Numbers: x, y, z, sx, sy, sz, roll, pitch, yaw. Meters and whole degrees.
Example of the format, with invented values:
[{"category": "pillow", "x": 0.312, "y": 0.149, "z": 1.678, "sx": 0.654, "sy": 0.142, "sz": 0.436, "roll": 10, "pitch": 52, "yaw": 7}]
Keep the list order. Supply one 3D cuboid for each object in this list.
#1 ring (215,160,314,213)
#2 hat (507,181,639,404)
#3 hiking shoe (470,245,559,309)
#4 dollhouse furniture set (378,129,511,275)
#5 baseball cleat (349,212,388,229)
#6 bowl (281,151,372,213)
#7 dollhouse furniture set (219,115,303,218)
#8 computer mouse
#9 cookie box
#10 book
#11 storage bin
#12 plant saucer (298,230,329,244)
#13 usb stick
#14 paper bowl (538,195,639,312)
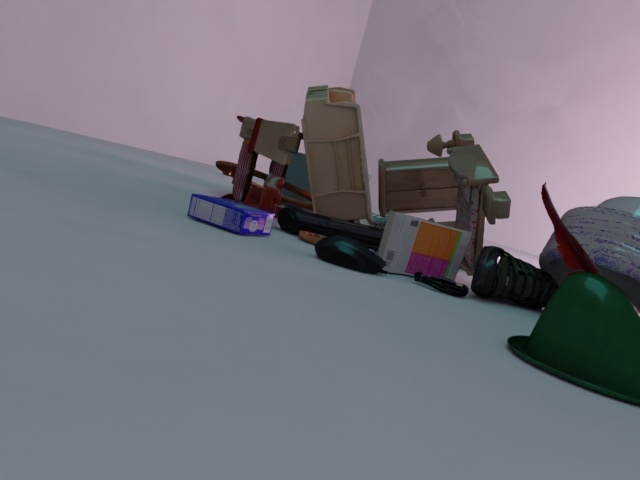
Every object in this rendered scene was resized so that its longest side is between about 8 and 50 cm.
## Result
[{"category": "ring", "x": -0.121, "y": -0.127, "z": 1.666, "sx": 0.336, "sy": 0.032, "sz": 0.336, "roll": 21, "pitch": -5, "yaw": 2}, {"category": "hat", "x": 0.293, "y": 0.046, "z": 0.649, "sx": 0.208, "sy": 0.184, "sz": 0.173, "roll": 18, "pitch": 7, "yaw": 26}, {"category": "hiking shoe", "x": 0.327, "y": 0.063, "z": 1.035, "sx": 0.114, "sy": 0.086, "sz": 0.226, "roll": 16, "pitch": 4, "yaw": 36}, {"category": "dollhouse furniture set", "x": 0.212, "y": -0.021, "z": 1.201, "sx": 0.173, "sy": 0.303, "sz": 0.356, "roll": -4, "pitch": 31, "yaw": 1}, {"category": "baseball cleat", "x": 0.140, "y": -0.030, "z": 1.589, "sx": 0.205, "sy": 0.072, "sz": 0.109, "roll": 12, "pitch": 19, "yaw": 12}, {"category": "bowl", "x": -0.011, "y": -0.167, "z": 1.918, "sx": 0.311, "sy": 0.163, "sz": 0.311, "roll": 14, "pitch": 6, "yaw": -2}, {"category": "dollhouse furniture set", "x": -0.134, "y": -0.151, "z": 1.313, "sx": 0.152, "sy": 0.202, "sz": 0.374, "roll": 15, "pitch": 7, "yaw": 0}, {"category": "computer mouse", "x": 0.109, "y": 0.036, "z": 0.963, "sx": 0.241, "sy": 0.041, "sz": 0.071, "roll": 16, "pitch": 5, "yaw": -1}, {"category": "cookie box", "x": -0.143, "y": -0.041, "z": 1.027, "sx": 0.107, "sy": 0.040, "sz": 0.091, "roll": 19, "pitch": 7, "yaw": 26}, {"category": "book", "x": 0.166, "y": 0.014, "z": 1.036, "sx": 0.144, "sy": 0.096, "sz": 0.035, "roll": 14, "pitch": 6, "yaw": -24}, {"category": "storage bin", "x": 0.034, "y": -0.196, "z": 1.388, "sx": 0.123, "sy": 0.261, "sz": 0.262, "roll": -6, "pitch": 19, "yaw": 3}, {"category": "plant saucer", "x": 0.000, "y": 0.000, "z": 1.140, "sx": 0.083, "sy": 0.013, "sz": 0.083, "roll": 15, "pitch": 7, "yaw": -2}, {"category": "usb stick", "x": 0.042, "y": -0.018, "z": 1.258, "sx": 0.277, "sy": 0.045, "sz": 0.077, "roll": 12, "pitch": 6, "yaw": -34}, {"category": "paper bowl", "x": 0.511, "y": 0.038, "z": 1.017, "sx": 0.284, "sy": 0.148, "sz": 0.284, "roll": 32, "pitch": -10, "yaw": 7}]
